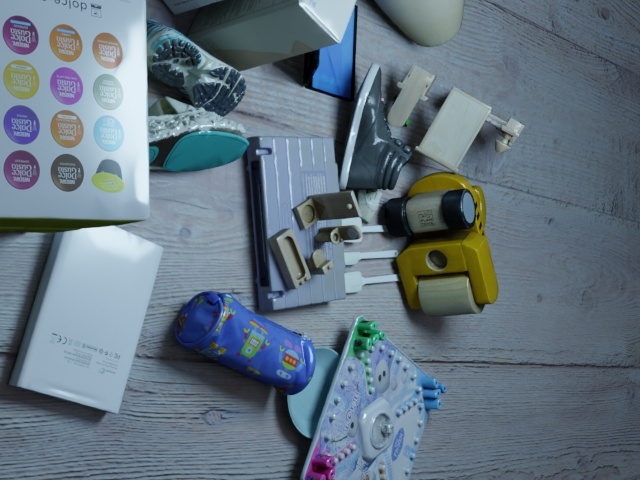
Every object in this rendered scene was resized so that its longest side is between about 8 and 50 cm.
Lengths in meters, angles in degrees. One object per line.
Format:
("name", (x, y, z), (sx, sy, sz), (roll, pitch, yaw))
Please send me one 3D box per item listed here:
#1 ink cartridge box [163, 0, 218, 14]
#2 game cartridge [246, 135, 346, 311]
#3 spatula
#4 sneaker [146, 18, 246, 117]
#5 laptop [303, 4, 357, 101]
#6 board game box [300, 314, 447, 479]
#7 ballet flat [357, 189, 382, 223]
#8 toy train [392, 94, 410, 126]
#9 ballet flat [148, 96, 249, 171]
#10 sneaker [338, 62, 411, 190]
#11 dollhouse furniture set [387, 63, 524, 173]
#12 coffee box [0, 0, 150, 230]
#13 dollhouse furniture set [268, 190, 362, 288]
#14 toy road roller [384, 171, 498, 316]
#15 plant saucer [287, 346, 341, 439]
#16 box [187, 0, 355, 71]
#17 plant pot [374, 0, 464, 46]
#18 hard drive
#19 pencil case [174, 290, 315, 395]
("ink cartridge box", (-0.267, -0.662, 1.720), (0.395, 0.166, 0.285), (51, 53, -32))
("game cartridge", (-0.048, -0.040, 1.988), (0.230, 0.068, 0.354), (-5, 91, -50))
("spatula", (0.115, 0.030, 2.168), (0.242, 0.019, 0.168), (-4, 91, -49))
("sneaker", (-0.241, -0.327, 1.769), (0.110, 0.122, 0.283), (-43, 150, 5))
("laptop", (0.037, -0.446, 2.043), (0.137, 0.264, 0.234), (3, 83, -9))
("board game box", (0.135, 0.422, 2.117), (0.390, 0.050, 0.389), (44, 58, -44))
("ballet flat", (0.114, -0.123, 2.164), (0.057, 0.052, 0.168), (-1, 88, -47))
("toy train", (0.195, -0.314, 2.287), (0.023, 0.017, 0.083), (-46, 120, -49))
("ballet flat", (-0.301, -0.195, 1.688), (0.409, 0.147, 0.146), (-12, 96, -46))
("sneaker", (0.137, -0.242, 2.113), (0.147, 0.104, 0.295), (12, 82, -3))
("dollhouse furniture set", (0.329, -0.286, 2.354), (0.173, 0.303, 0.355), (-60, 174, 12))
("coffee box", (-0.476, -0.182, 1.348), (0.338, 0.338, 0.334), (1, 87, -46))
("dollhouse furniture set", (0.000, 0.000, 1.905), (0.151, 0.123, 0.144), (-36, 112, -41))
("toy road roller", (0.311, -0.002, 2.261), (0.241, 0.203, 0.329), (-37, 116, -56))
("plant saucer", (-0.012, 0.322, 2.014), (0.195, 0.037, 0.194), (4, 84, -47))
("box", (-0.092, -0.426, 1.782), (0.121, 0.311, 0.147), (39, 61, -38))
("plant pot", (0.235, -0.589, 2.206), (0.274, 0.257, 0.256), (57, 49, -48))
("hard drive", (-0.394, 0.123, 1.627), (0.203, 0.040, 0.307), (28, 68, -42))
("pencil case", (-0.133, 0.196, 1.835), (0.306, 0.119, 0.133), (32, 89, -40))
